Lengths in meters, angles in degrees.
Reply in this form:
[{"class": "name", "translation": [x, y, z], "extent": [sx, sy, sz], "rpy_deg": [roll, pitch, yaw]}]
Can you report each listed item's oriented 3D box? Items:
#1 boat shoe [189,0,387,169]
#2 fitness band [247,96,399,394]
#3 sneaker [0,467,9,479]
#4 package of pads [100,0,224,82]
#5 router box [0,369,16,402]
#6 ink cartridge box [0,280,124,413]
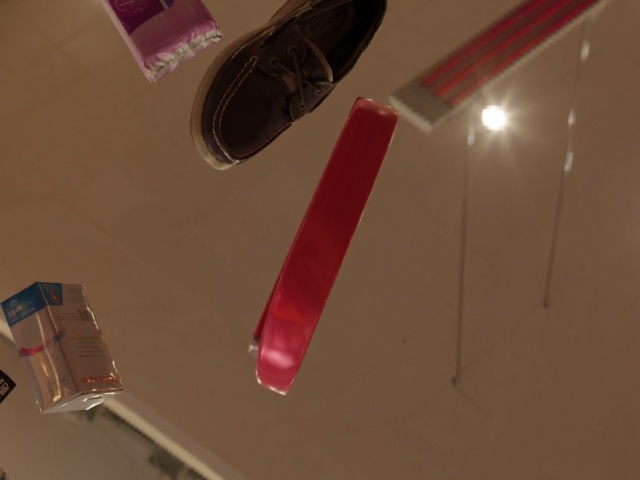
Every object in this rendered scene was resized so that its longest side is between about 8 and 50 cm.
[{"class": "boat shoe", "translation": [-0.028, -0.183, 1.419], "extent": [0.092, 0.103, 0.285], "rpy_deg": [-4, -144, 46]}, {"class": "fitness band", "translation": [0.000, 0.000, 1.216], "extent": [0.054, 0.209, 0.291], "rpy_deg": [21, -128, 0]}, {"class": "sneaker", "translation": [-0.288, 0.257, 1.190], "extent": [0.071, 0.191, 0.083], "rpy_deg": [-26, -124, 6]}, {"class": "package of pads", "translation": [-0.096, -0.136, 0.770], "extent": [0.050, 0.032, 0.083], "rpy_deg": [-31, -108, -2]}, {"class": "router box", "translation": [-0.373, 0.182, 1.409], "extent": [0.038, 0.092, 0.122], "rpy_deg": [43, -104, -12]}, {"class": "ink cartridge box", "translation": [-0.256, 0.107, 1.352], "extent": [0.052, 0.088, 0.122], "rpy_deg": [-29, -104, 18]}]
